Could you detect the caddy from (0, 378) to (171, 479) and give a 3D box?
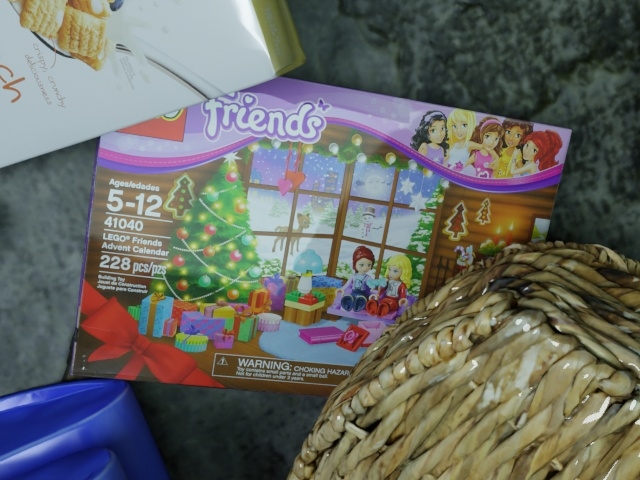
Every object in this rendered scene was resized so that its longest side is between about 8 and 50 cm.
[{"bbox_3d":[-0.217,0.213,0.415,0.341,0.241,0.179,-15,101,-7],"label":"caddy"}]

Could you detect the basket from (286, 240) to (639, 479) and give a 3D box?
[{"bbox_3d":[0.109,0.140,0.485,0.213,0.223,0.299,35,119,9],"label":"basket"}]

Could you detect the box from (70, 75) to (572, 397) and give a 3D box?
[{"bbox_3d":[0.000,0.000,0.502,0.293,0.057,0.201,7,101,-13],"label":"box"}]

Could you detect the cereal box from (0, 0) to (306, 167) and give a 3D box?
[{"bbox_3d":[-0.144,-0.134,0.386,0.240,0.047,0.173,-13,106,26],"label":"cereal box"}]
